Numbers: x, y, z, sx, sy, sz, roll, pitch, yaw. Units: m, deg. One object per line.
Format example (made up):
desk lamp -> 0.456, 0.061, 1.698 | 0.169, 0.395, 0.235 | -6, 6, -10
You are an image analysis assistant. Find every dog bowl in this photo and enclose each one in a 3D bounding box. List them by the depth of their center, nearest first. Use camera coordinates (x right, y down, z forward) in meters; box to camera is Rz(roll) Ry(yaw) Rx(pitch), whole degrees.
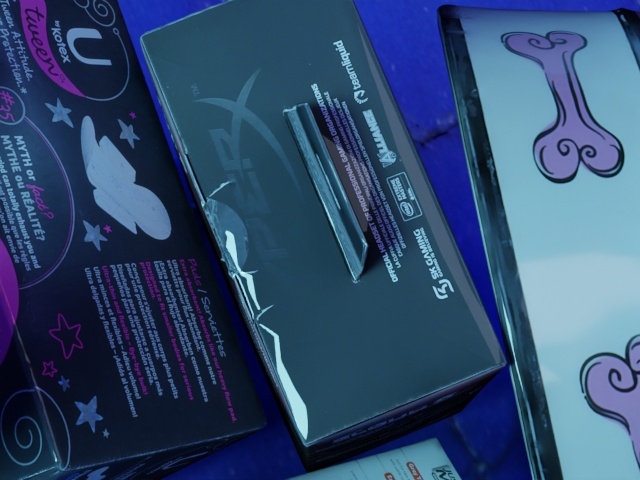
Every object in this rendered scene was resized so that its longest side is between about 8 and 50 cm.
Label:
dog bowl -> 0.179, 0.050, 1.012 | 0.408, 0.150, 0.408 | -11, 90, -85

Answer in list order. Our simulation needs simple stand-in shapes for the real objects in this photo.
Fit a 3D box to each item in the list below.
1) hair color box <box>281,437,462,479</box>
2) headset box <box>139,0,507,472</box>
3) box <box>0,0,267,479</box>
hair color box -> 0.021, 0.166, 1.001 | 0.141, 0.043, 0.072 | -10, 56, -33
headset box -> 0.000, 0.000, 0.934 | 0.110, 0.293, 0.218 | -22, 80, -4
box -> -0.160, 0.014, 0.860 | 0.142, 0.163, 0.247 | -4, 69, -50
